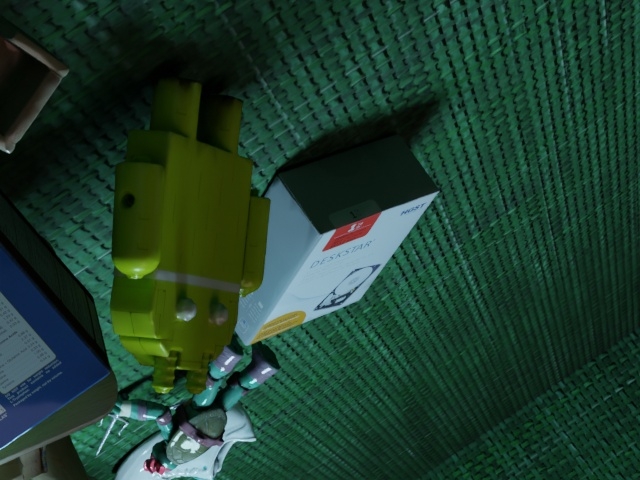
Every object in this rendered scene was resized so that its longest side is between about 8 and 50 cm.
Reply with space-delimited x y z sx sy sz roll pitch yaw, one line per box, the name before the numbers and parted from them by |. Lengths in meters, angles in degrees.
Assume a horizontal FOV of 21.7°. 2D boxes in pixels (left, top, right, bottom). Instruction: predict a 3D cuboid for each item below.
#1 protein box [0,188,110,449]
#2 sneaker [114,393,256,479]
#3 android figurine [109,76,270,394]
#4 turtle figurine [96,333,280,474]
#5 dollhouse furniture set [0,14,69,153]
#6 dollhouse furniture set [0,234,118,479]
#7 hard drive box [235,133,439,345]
protein box | -0.308 0.060 1.303 0.199 0.136 0.201 -35 117 3
sneaker | -0.186 0.302 2.304 0.212 0.094 0.080 -36 162 6
android figurine | -0.117 0.000 1.473 0.056 0.273 0.248 2 173 23
turtle figurine | -0.164 0.216 2.116 0.234 0.118 0.175 -46 159 15
dollhouse furniture set | -0.386 -0.098 1.059 0.303 0.198 0.286 37 87 -38
dollhouse furniture set | -0.204 0.215 1.591 0.256 0.394 0.362 -22 158 -18
hard drive box | 0.000 0.000 1.891 0.181 0.089 0.232 -21 157 -36
